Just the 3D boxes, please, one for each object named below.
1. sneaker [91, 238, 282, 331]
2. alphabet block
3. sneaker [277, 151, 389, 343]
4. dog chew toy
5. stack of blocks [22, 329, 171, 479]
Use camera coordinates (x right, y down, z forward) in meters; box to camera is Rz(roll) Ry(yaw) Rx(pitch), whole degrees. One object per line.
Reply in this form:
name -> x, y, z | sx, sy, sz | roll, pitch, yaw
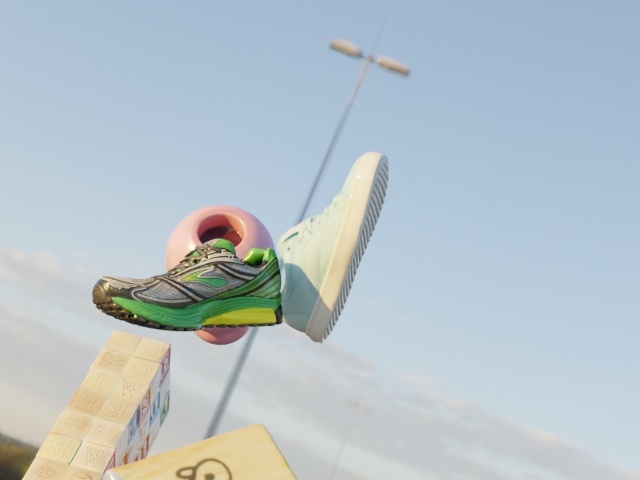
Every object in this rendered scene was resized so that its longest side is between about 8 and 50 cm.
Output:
sneaker -> -0.214, 0.069, 1.796 | 0.343, 0.146, 0.134 | -1, 3, -40
alphabet block -> -0.127, 0.349, 1.222 | 0.192, 0.197, 0.193 | 55, -40, 30
sneaker -> 0.000, 0.000, 1.905 | 0.150, 0.366, 0.135 | 24, 21, 10
dog chew toy -> -0.191, 0.084, 2.122 | 0.206, 0.207, 0.332 | 19, -37, 9
stack of blocks -> -0.284, 0.278, 1.439 | 0.087, 0.297, 0.171 | 13, -55, 6
